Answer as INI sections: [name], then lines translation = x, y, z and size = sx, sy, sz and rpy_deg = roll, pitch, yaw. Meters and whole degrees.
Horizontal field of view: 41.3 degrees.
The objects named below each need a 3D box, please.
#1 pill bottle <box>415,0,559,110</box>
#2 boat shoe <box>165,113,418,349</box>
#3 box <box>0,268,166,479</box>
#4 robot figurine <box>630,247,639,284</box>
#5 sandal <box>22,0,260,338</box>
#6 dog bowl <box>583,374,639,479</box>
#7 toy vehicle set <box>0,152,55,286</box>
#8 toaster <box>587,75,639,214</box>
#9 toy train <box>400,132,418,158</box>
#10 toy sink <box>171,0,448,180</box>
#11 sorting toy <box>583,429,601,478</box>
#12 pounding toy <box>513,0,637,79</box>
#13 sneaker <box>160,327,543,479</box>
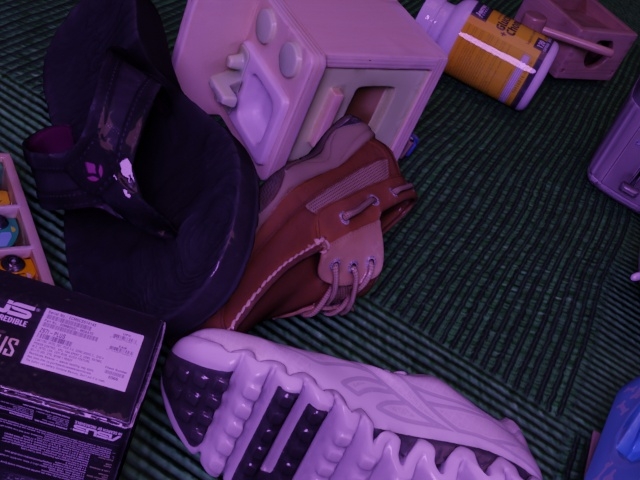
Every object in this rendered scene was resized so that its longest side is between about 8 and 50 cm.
[pill bottle]
translation = 0.215, -0.258, 1.135
size = 0.184, 0.103, 0.103
rpy_deg = 29, 38, 5
[boat shoe]
translation = 0.000, 0.000, 0.708
size = 0.120, 0.122, 0.324
rpy_deg = 39, 41, 1
[box]
translation = -0.193, 0.091, 0.471
size = 0.180, 0.147, 0.077
rpy_deg = 18, 38, -8
[robot figurine]
translation = 0.475, 0.039, 0.847
size = 0.354, 0.199, 0.299
rpy_deg = 19, 53, -7
[sandal]
translation = -0.178, -0.090, 0.674
size = 0.107, 0.167, 0.445
rpy_deg = 34, 17, -42
[dog bowl]
translation = 0.269, 0.195, 0.619
size = 0.166, 0.074, 0.297
rpy_deg = 53, 41, -4
[toy vehicle set]
translation = -0.335, 0.006, 0.585
size = 0.267, 0.035, 0.166
rpy_deg = -5, 47, -33
[toaster]
translation = 0.428, -0.130, 1.064
size = 0.129, 0.146, 0.227
rpy_deg = 34, 40, 11
[toy train]
translation = 0.091, -0.146, 1.003
size = 0.036, 0.027, 0.158
rpy_deg = 23, 36, -20
[toy sink]
translation = -0.016, -0.156, 0.853
size = 0.234, 0.152, 0.131
rpy_deg = -5, 47, -34
[sorting toy]
translation = 0.260, 0.196, 0.701
size = 0.083, 0.012, 0.062
rpy_deg = 29, 38, 5
[pounding toy]
translation = 0.357, -0.288, 1.254
size = 0.206, 0.094, 0.181
rpy_deg = -5, 46, -32
[sneaker]
translation = 0.029, 0.132, 0.590
size = 0.292, 0.110, 0.118
rpy_deg = 26, 29, -11
